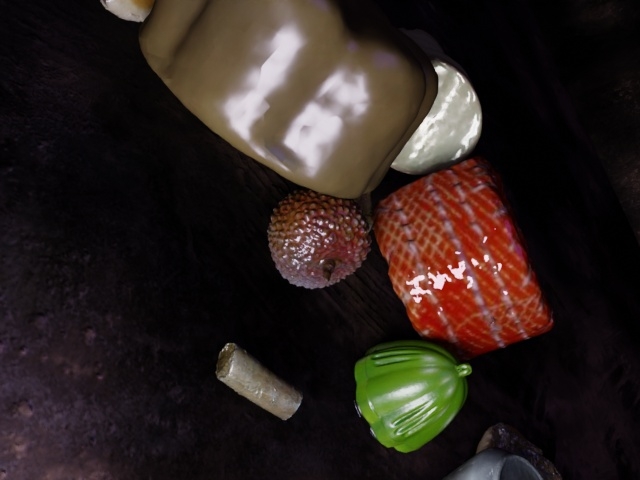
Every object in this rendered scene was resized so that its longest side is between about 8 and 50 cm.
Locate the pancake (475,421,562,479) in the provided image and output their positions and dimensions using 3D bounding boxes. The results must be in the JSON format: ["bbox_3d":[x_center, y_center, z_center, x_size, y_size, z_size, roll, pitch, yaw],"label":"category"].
[{"bbox_3d":[0.382,0.472,1.398,0.282,0.049,0.283,32,42,-34],"label":"pancake"}]

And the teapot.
[{"bbox_3d":[0.198,0.411,1.051,0.171,0.225,0.203,37,41,-26],"label":"teapot"}]

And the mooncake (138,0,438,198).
[{"bbox_3d":[-0.033,-0.285,1.157,0.467,0.262,0.467,35,19,-14],"label":"mooncake"}]

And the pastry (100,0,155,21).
[{"bbox_3d":[-0.279,-0.418,1.150,0.088,0.166,0.165,41,28,22],"label":"pastry"}]

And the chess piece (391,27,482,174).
[{"bbox_3d":[0.193,-0.317,1.557,0.234,0.234,0.442,47,20,-18],"label":"chess piece"}]

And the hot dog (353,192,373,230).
[{"bbox_3d":[0.043,-0.106,1.385,0.084,0.073,0.243,25,48,-35],"label":"hot dog"}]

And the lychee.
[{"bbox_3d":[0.000,0.000,1.167,0.165,0.165,0.197,26,27,-40],"label":"lychee"}]

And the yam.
[{"bbox_3d":[-0.083,0.191,1.009,0.132,0.054,0.054,40,38,-27],"label":"yam"}]

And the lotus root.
[{"bbox_3d":[0.170,0.230,1.205,0.186,0.186,0.186,32,42,-34],"label":"lotus root"}]

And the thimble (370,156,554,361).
[{"bbox_3d":[0.258,0.036,1.351,0.350,0.230,0.350,59,16,-29],"label":"thimble"}]
